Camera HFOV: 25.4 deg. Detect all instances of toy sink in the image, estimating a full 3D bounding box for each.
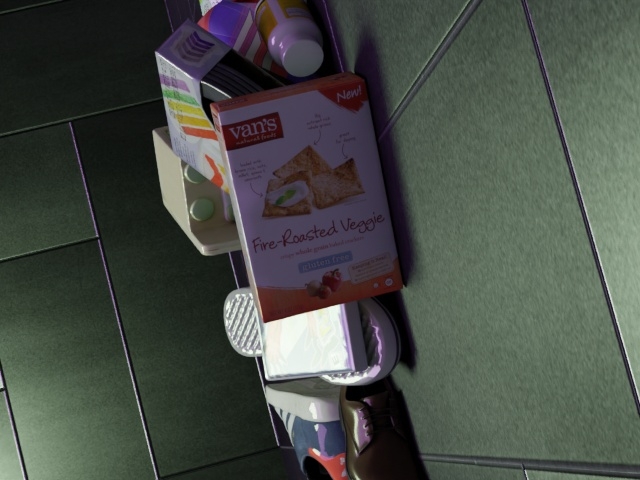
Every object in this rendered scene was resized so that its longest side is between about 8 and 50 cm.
[{"bbox_3d":[-0.130,-0.089,1.980,0.234,0.153,0.131,-133,34,-63],"label":"toy sink"}]

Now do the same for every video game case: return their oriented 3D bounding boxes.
[{"bbox_3d":[-0.023,0.056,1.624,0.183,0.023,0.201,-13,86,54],"label":"video game case"}]

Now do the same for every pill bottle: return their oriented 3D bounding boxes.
[{"bbox_3d":[-0.034,-0.236,1.626,0.116,0.065,0.065,-113,12,-52],"label":"pill bottle"}]

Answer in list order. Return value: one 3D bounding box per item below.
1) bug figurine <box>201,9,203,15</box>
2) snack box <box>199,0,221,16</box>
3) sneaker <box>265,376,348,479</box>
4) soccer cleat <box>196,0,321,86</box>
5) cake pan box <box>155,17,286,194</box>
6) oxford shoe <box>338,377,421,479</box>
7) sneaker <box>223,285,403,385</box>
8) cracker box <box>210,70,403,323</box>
[{"bbox_3d":[-0.169,-0.401,2.274,0.216,0.072,0.279,-149,48,-74],"label":"bug figurine"},{"bbox_3d":[-0.128,-0.340,2.052,0.100,0.037,0.141,-1,105,47],"label":"snack box"},{"bbox_3d":[0.002,0.276,2.030,0.350,0.131,0.148,-179,80,-82],"label":"sneaker"},{"bbox_3d":[-0.065,-0.238,1.751,0.109,0.116,0.318,39,179,-34],"label":"soccer cleat"},{"bbox_3d":[-0.076,-0.118,1.682,0.246,0.070,0.267,35,160,12],"label":"cake pan box"},{"bbox_3d":[0.065,0.234,1.697,0.096,0.083,0.227,90,164,-44],"label":"oxford shoe"},{"bbox_3d":[0.018,0.094,1.700,0.321,0.127,0.126,8,103,55],"label":"sneaker"},{"bbox_3d":[-0.013,-0.046,1.477,0.067,0.156,0.232,-129,26,-72],"label":"cracker box"}]
